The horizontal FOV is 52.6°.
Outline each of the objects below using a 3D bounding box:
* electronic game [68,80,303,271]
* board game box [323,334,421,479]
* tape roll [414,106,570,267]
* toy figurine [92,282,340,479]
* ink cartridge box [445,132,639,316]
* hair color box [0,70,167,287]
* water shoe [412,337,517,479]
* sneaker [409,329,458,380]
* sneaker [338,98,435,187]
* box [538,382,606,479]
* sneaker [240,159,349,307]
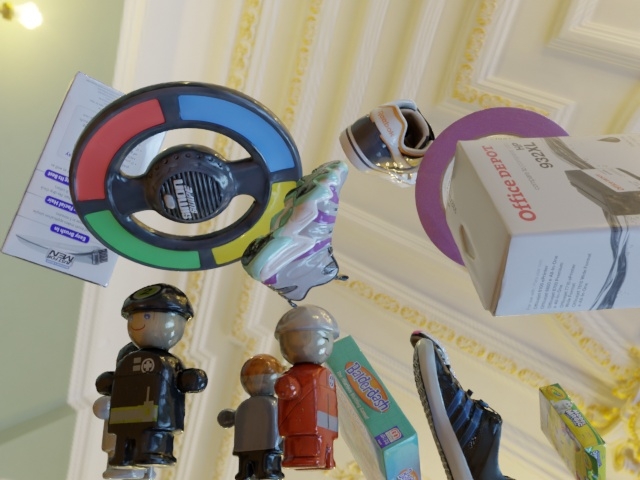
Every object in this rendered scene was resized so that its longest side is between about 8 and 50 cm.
[{"bbox_3d":[-0.131,-0.054,0.650,0.229,0.229,0.048,-51,-146,30],"label":"electronic game"},{"bbox_3d":[0.067,0.243,0.811,0.160,0.047,0.210,54,-17,44],"label":"board game box"},{"bbox_3d":[0.302,-0.079,1.087,0.275,0.090,0.275,-2,-97,18],"label":"tape roll"},{"bbox_3d":[-0.097,0.139,0.598,0.209,0.213,0.148,130,-37,-59],"label":"toy figurine"},{"bbox_3d":[0.339,-0.030,0.820,0.307,0.223,0.129,-3,-53,-4],"label":"ink cartridge box"},{"bbox_3d":[-0.421,-0.105,1.172,0.110,0.185,0.339,-1,-112,61],"label":"hair color box"},{"bbox_3d":[0.168,0.208,0.758,0.080,0.073,0.203,-16,-102,-3],"label":"water shoe"},{"bbox_3d":[0.222,0.263,1.309,0.063,0.075,0.170,-12,-70,51],"label":"sneaker"},{"bbox_3d":[0.160,-0.180,1.217,0.127,0.321,0.126,-32,-101,24],"label":"sneaker"},{"bbox_3d":[0.429,0.338,1.095,0.043,0.179,0.105,-13,-63,-2],"label":"box"},{"bbox_3d":[0.000,0.000,0.432,0.069,0.098,0.038,44,-11,-24],"label":"sneaker"}]
